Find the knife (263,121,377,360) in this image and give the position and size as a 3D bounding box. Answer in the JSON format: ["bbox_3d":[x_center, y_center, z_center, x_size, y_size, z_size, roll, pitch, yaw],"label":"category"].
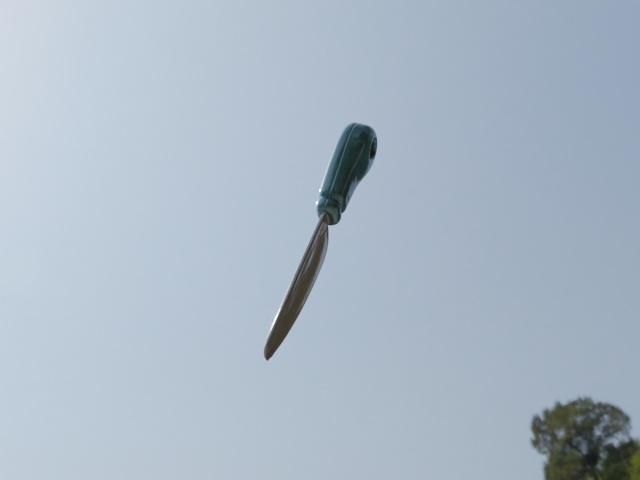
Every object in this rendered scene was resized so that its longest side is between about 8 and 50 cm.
[{"bbox_3d":[0.000,0.001,0.745,0.032,0.244,0.058,15,-26,13],"label":"knife"}]
